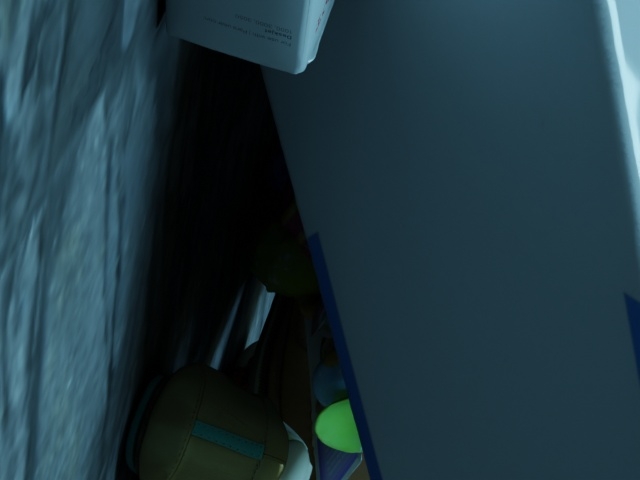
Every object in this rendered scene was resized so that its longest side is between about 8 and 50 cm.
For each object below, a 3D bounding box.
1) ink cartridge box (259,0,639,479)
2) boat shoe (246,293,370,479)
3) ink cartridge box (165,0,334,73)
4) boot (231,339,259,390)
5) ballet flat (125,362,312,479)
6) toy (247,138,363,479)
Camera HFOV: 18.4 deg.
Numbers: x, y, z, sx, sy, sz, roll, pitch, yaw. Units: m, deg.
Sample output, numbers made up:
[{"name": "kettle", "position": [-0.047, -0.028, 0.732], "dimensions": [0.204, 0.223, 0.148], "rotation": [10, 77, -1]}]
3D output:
[{"name": "ink cartridge box", "position": [0.167, -0.085, 0.859], "dimensions": [0.395, 0.166, 0.285], "rotation": [-42, 129, -39]}, {"name": "boat shoe", "position": [0.032, 0.039, 1.085], "dimensions": [0.104, 0.110, 0.307], "rotation": [-41, -139, 49]}, {"name": "ink cartridge box", "position": [-0.011, -0.126, 0.614], "dimensions": [0.122, 0.052, 0.088], "rotation": [97, 11, -55]}, {"name": "boot", "position": [-0.040, 0.111, 1.108], "dimensions": [0.158, 0.059, 0.085], "rotation": [-62, 154, -68]}, {"name": "ballet flat", "position": [-0.041, 0.106, 0.916], "dimensions": [0.232, 0.073, 0.080], "rotation": [70, 37, -82]}, {"name": "toy", "position": [0.000, 0.000, 0.993], "dimensions": [0.237, 0.056, 0.137], "rotation": [-100, -149, -41]}]
